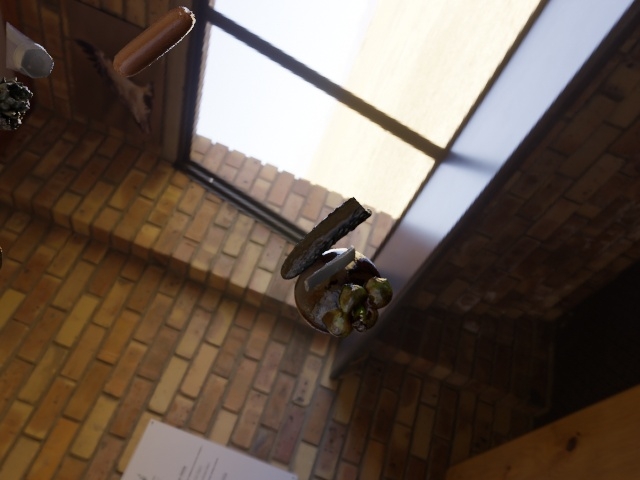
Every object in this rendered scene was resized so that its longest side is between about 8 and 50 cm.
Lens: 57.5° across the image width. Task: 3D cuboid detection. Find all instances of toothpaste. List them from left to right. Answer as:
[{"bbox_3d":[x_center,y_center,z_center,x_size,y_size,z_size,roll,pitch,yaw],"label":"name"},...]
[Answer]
[{"bbox_3d":[-0.786,-0.490,1.522,0.371,0.080,0.125,30,117,45],"label":"toothpaste"}]

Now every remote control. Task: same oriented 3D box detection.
[{"bbox_3d":[0.031,0.081,1.628,0.184,0.027,0.050,-34,-36,-24],"label":"remote control"}]

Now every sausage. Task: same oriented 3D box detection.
[{"bbox_3d":[-0.497,-0.593,1.745,0.289,0.086,0.086,-37,3,0],"label":"sausage"}]

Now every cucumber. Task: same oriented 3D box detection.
[{"bbox_3d":[0.000,0.000,1.535,0.303,0.081,0.072,-40,46,14],"label":"cucumber"}]

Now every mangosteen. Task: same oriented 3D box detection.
[{"bbox_3d":[0.073,0.176,2.003,0.330,0.330,0.330,-157,90,-87],"label":"mangosteen"}]

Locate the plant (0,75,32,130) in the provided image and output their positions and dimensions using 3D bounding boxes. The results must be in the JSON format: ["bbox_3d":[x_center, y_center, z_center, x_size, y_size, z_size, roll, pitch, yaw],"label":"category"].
[{"bbox_3d":[-0.959,-0.403,1.750,0.129,0.194,0.132,39,-133,-48],"label":"plant"}]

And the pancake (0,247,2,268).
[{"bbox_3d":[-0.810,0.057,1.434,0.115,0.011,0.115,-175,90,-86],"label":"pancake"}]
